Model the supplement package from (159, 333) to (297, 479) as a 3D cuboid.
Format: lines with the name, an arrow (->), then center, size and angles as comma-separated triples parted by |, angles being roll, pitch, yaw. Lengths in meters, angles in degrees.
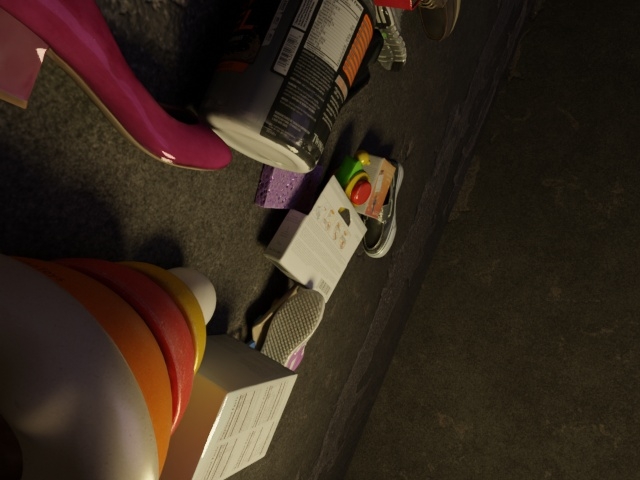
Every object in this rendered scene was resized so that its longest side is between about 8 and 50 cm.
supplement package -> -0.215, 0.318, 0.873 | 0.263, 0.199, 0.198 | 21, 91, -66

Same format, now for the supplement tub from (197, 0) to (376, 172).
supplement tub -> -0.041, -0.299, 0.726 | 0.338, 0.207, 0.207 | -67, 156, -4

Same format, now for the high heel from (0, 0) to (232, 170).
high heel -> -0.211, -0.205, 0.537 | 0.181, 0.127, 0.377 | -61, 153, 8

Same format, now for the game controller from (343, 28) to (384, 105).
game controller -> 0.040, -0.345, 0.973 | 0.319, 0.067, 0.166 | -52, 170, -40

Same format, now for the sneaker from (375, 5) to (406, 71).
sneaker -> 0.193, -0.554, 1.152 | 0.132, 0.086, 0.228 | -64, 154, -15

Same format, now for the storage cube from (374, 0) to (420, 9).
storage cube -> 0.122, -0.580, 0.852 | 0.183, 0.193, 0.215 | -56, 153, -26

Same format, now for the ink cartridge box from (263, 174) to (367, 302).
ink cartridge box -> 0.000, 0.000, 1.119 | 0.239, 0.060, 0.275 | -60, 147, -15

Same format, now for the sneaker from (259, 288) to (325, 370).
sneaker -> -0.069, 0.241, 1.140 | 0.282, 0.102, 0.161 | -56, 163, 7

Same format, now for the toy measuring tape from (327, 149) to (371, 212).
toy measuring tape -> 0.049, -0.089, 1.210 | 0.330, 0.121, 0.121 | -63, 156, 8

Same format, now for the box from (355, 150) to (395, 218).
box -> 0.142, -0.164, 1.351 | 0.130, 0.091, 0.170 | 8, 102, -65

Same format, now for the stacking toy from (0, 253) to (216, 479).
stacking toy -> -0.260, 0.140, 0.590 | 0.480, 0.350, 0.350 | -38, 144, -73

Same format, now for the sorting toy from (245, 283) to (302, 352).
sorting toy -> -0.124, 0.221, 1.175 | 0.348, 0.047, 0.196 | -43, 150, -43

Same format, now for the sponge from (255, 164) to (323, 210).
sponge -> -0.067, -0.129, 1.022 | 0.210, 0.031, 0.117 | -3, 112, -64

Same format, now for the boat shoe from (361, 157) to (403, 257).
boat shoe -> 0.185, -0.110, 1.481 | 0.119, 0.121, 0.335 | 4, 95, -57

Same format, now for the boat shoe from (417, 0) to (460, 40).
boat shoe -> 0.282, -0.692, 1.200 | 0.130, 0.132, 0.355 | -48, 141, -19
